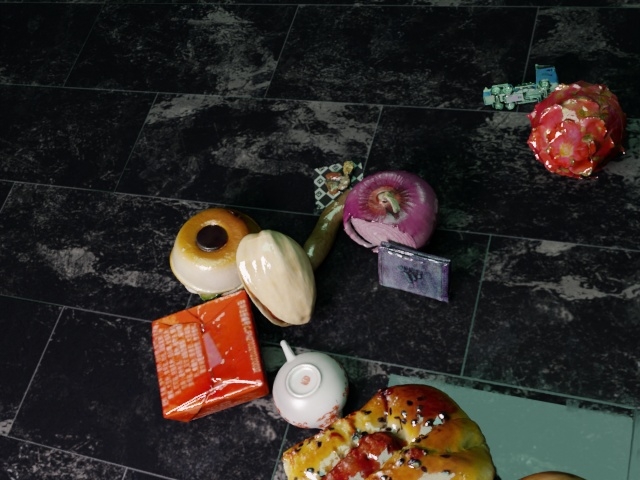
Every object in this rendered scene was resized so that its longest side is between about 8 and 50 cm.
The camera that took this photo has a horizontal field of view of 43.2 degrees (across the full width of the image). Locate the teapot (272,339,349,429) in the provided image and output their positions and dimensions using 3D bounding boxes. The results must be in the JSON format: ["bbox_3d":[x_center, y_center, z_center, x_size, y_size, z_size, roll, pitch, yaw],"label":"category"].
[{"bbox_3d":[-0.026,0.299,1.682,0.159,0.116,0.245,-35,50,10],"label":"teapot"}]

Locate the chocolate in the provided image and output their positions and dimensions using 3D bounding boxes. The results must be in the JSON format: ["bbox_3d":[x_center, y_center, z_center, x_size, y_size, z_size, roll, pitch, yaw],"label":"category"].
[{"bbox_3d":[-0.234,0.259,1.762,0.235,0.108,0.237,-21,56,6],"label":"chocolate"}]

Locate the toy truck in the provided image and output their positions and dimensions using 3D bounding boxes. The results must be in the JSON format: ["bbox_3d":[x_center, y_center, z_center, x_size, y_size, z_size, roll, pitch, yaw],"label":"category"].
[{"bbox_3d":[0.475,-0.362,1.912,0.175,0.067,0.081,-6,54,19],"label":"toy truck"}]

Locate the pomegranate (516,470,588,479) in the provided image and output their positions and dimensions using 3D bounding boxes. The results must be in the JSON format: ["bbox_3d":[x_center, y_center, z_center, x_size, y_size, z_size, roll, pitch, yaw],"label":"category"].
[{"bbox_3d":[0.363,0.548,1.286,0.338,0.338,0.338,-8,59,14],"label":"pomegranate"}]

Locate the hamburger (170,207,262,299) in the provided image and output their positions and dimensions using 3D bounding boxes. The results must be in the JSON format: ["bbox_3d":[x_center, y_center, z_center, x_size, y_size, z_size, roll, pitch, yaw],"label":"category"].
[{"bbox_3d":[-0.236,0.024,1.873,0.237,0.147,0.237,-2,56,3],"label":"hamburger"}]

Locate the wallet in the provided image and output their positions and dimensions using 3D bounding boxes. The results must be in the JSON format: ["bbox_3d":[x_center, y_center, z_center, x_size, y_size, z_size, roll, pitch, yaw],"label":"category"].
[{"bbox_3d":[0.201,0.067,1.732,0.166,0.111,0.030,15,40,26],"label":"wallet"}]

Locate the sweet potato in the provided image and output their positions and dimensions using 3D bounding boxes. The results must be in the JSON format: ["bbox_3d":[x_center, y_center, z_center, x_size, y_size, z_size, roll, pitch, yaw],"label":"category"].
[{"bbox_3d":[0.000,0.000,1.860,0.067,0.059,0.281,20,68,36],"label":"sweet potato"}]

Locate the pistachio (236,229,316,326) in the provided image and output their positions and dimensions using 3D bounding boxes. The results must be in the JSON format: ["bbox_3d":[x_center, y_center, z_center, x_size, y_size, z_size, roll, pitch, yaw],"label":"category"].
[{"bbox_3d":[-0.093,0.082,1.756,0.157,0.157,0.229,-25,100,3],"label":"pistachio"}]

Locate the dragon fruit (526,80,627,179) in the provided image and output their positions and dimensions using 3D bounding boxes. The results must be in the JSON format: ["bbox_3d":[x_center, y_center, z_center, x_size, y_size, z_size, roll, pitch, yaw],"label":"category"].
[{"bbox_3d":[0.561,-0.246,1.741,0.268,0.205,0.210,-23,30,-39],"label":"dragon fruit"}]

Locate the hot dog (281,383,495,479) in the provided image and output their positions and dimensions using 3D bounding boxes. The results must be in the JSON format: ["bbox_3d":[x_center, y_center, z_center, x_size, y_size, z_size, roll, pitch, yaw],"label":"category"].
[{"bbox_3d":[0.127,0.426,1.450,0.365,0.196,0.367,-30,29,-3],"label":"hot dog"}]

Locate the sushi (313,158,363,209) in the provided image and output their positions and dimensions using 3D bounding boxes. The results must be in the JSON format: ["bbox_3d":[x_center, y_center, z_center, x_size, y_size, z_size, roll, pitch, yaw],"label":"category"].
[{"bbox_3d":[0.040,-0.143,1.947,0.126,0.026,0.120,-13,59,11],"label":"sushi"}]

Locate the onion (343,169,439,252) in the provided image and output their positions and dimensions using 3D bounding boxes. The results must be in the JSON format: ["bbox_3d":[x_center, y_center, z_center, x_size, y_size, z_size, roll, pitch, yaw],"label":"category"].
[{"bbox_3d":[0.162,-0.070,1.786,0.207,0.200,0.200,-10,54,46],"label":"onion"}]
